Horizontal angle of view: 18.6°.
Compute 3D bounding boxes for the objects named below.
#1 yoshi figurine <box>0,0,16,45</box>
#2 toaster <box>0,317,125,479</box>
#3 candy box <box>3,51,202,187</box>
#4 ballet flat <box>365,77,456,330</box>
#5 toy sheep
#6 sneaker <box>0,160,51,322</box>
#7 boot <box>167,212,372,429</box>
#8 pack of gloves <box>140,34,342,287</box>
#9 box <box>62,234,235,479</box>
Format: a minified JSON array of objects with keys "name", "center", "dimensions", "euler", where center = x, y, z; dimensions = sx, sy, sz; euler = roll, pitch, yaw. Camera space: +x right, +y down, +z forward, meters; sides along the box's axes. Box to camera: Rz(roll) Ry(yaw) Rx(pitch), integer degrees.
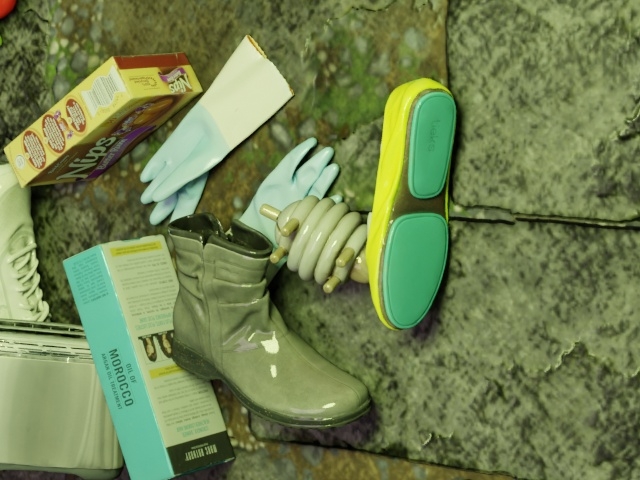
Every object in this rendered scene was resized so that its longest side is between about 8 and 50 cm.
[{"name":"yoshi figurine","center":[-0.390,-0.324,2.035],"dimensions":[0.362,0.203,0.204],"euler":[-23,76,35]},{"name":"toaster","center":[-0.302,0.162,2.028],"dimensions":[0.129,0.227,0.146],"euler":[-154,71,-72]},{"name":"candy box","center":[-0.221,-0.122,1.981],"dimensions":[0.186,0.109,0.053],"euler":[-36,75,35]},{"name":"ballet flat","center":[0.078,-0.036,1.795],"dimensions":[0.077,0.077,0.231],"euler":[23,108,56]},{"name":"toy sheep","center":[0.000,0.000,1.837],"dimensions":[0.132,0.091,0.091],"euler":[33,117,8]},{"name":"sneaker","center":[-0.337,0.053,2.109],"dimensions":[0.118,0.110,0.292],"euler":[24,119,25]},{"name":"boot","center":[-0.058,0.074,1.875],"dimensions":[0.246,0.083,0.161],"euler":[22,125,34]},{"name":"pack of gloves","center":[-0.091,-0.052,1.931],"dimensions":[0.195,0.046,0.232],"euler":[54,124,20]},{"name":"box","center":[-0.174,0.121,1.984],"dimensions":[0.060,0.100,0.244],"euler":[-23,82,36]}]
